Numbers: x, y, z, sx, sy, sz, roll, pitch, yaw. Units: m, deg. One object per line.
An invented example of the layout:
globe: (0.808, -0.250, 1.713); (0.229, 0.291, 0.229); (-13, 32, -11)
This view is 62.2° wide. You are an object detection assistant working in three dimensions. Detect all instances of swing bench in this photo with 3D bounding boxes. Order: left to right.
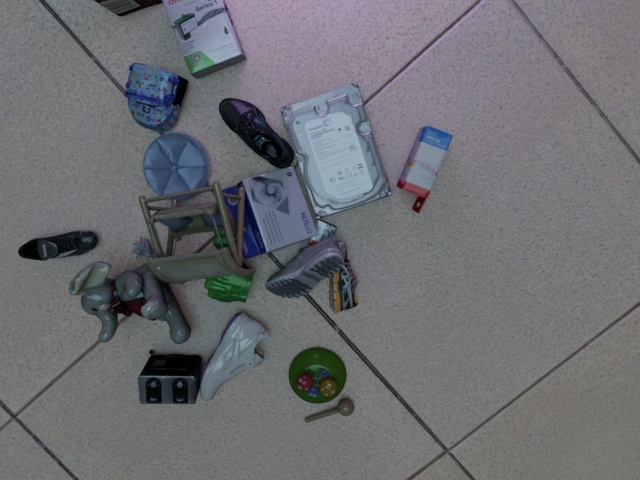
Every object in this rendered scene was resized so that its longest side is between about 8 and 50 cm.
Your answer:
swing bench: (-0.338, -0.011, 1.460); (0.253, 0.165, 0.254); (-8, 87, 20)

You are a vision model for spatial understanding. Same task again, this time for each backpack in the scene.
backpack: (-0.478, -0.402, 1.511); (0.158, 0.117, 0.173); (19, 102, 0)

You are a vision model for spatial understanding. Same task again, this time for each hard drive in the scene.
hard drive: (0.047, -0.257, 1.541); (0.237, 0.064, 0.339); (-17, 97, 4)

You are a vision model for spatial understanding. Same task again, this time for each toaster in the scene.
toaster: (-0.454, 0.418, 1.615); (0.168, 0.185, 0.110); (3, 101, -6)

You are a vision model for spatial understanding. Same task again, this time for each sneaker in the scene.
sneaker: (-0.793, 0.022, 1.592); (0.234, 0.106, 0.078); (-8, 99, 3)
sneaker: (-0.265, 0.376, 1.623); (0.152, 0.114, 0.305); (30, 99, -1)
sneaker: (-0.184, -0.314, 1.519); (0.267, 0.106, 0.101); (40, 99, -3)
sneaker: (-0.044, 0.080, 1.575); (0.281, 0.115, 0.105); (-28, 130, 27)
sneaker: (0.070, 0.109, 1.594); (0.083, 0.084, 0.214); (-3, 101, -13)

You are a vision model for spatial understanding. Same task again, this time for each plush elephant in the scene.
plush elephant: (-0.573, 0.172, 1.536); (0.255, 0.272, 0.330); (-26, 68, -7)

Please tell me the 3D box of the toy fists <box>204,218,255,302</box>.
toy fists: (-0.262, 0.048, 1.585); (0.142, 0.096, 0.279); (15, 97, -9)

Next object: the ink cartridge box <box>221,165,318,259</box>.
ink cartridge box: (-0.147, -0.082, 1.530); (0.224, 0.045, 0.223); (-20, 87, -14)

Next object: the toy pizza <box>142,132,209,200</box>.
toy pizza: (-0.428, -0.219, 1.579); (0.201, 0.032, 0.201); (1, 99, 4)

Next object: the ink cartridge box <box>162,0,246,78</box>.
ink cartridge box: (-0.324, -0.591, 1.486); (0.160, 0.092, 0.219); (-20, 98, 5)

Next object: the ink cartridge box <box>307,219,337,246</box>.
ink cartridge box: (0.000, 0.000, 1.598); (0.063, 0.029, 0.115); (23, 99, -1)

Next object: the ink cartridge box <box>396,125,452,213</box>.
ink cartridge box: (0.283, -0.200, 1.503); (0.078, 0.134, 0.231); (21, 98, -2)

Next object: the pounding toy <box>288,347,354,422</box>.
pounding toy: (-0.003, 0.457, 1.629); (0.183, 0.110, 0.237); (-17, 97, 5)

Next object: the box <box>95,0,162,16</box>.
box: (-0.536, -0.748, 1.431); (0.167, 0.168, 0.203); (-16, 99, 5)
